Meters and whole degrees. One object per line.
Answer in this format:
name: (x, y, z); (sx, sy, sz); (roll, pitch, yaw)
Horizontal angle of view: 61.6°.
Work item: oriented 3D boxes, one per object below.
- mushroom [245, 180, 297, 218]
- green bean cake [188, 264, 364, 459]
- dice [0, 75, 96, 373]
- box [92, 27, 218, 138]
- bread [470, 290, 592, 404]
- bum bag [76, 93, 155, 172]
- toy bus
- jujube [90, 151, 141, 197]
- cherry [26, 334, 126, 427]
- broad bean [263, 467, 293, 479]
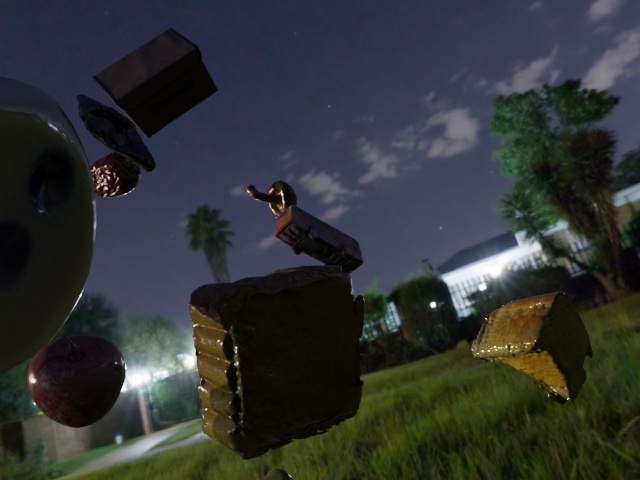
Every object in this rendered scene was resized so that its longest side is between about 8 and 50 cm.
mushroom: (-0.110, -0.107, 1.261); (0.129, 0.073, 0.088); (29, -39, 0)
green bean cake: (-0.054, 0.152, 0.726); (0.224, 0.230, 0.131); (-7, 5, -40)
dice: (-0.448, -0.030, 0.591); (0.304, 0.304, 0.277); (17, 20, 19)
box: (-0.437, -0.422, 1.446); (0.252, 0.188, 0.153); (-40, -38, -10)
bread: (0.376, 0.187, 0.931); (0.140, 0.160, 0.169); (-55, 13, -29)
bum bag: (-0.347, -0.185, 0.902); (0.060, 0.248, 0.123); (-50, -52, -6)
toy bus: (0.000, 0.000, 1.082); (0.192, 0.077, 0.065); (28, -51, -30)
jujube: (-0.580, -0.179, 1.499); (0.176, 0.112, 0.109); (-15, -29, 32)
cherry: (-0.642, 0.359, 1.428); (0.236, 0.286, 0.213); (3, 28, 9)
broad bean: (-0.142, 0.866, 1.855); (0.082, 0.174, 0.124); (29, -84, -38)
